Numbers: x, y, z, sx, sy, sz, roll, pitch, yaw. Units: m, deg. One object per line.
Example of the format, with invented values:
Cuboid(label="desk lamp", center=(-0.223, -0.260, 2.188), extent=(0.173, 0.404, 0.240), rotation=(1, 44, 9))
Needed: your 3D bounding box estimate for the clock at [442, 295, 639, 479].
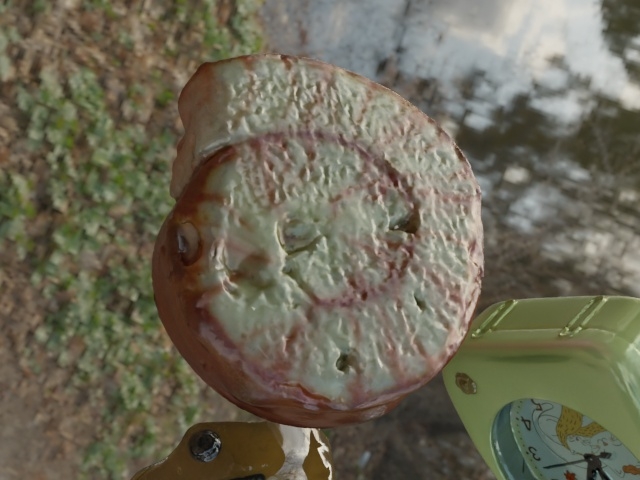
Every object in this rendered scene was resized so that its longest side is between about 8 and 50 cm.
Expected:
Cuboid(label="clock", center=(0.309, 0.227, 1.435), extent=(0.117, 0.286, 0.348), rotation=(-41, 111, -32))

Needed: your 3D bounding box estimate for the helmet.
Cuboid(label="helmet", center=(-0.081, 0.281, 1.362), extent=(0.224, 0.130, 0.198), rotation=(-19, 140, -12))

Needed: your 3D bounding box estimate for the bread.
Cuboid(label="bread", center=(0.003, 0.003, 1.157), extent=(0.114, 0.295, 0.327), rotation=(133, -35, -57))
